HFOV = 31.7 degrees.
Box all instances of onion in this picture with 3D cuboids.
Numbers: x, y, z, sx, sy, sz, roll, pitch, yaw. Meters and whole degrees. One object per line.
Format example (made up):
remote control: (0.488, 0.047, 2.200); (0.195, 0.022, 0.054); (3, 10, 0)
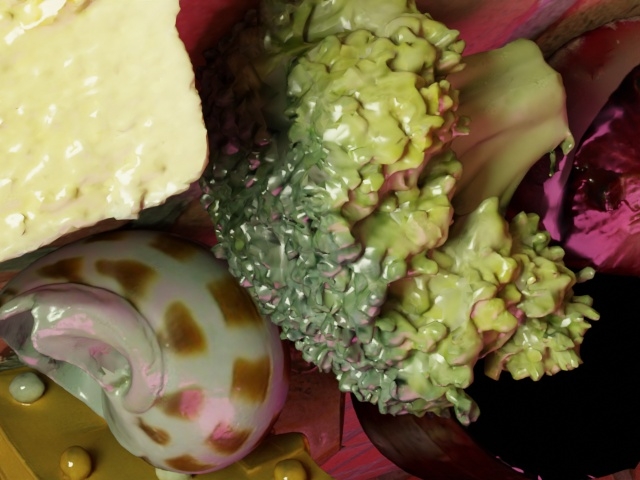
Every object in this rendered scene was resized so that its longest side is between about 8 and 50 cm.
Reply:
onion: (0.282, -0.096, 1.086); (0.272, 0.195, 0.272); (-8, 119, -15)

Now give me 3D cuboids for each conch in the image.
conch: (-0.148, 0.107, 1.072); (0.249, 0.197, 0.368); (10, 146, 21)

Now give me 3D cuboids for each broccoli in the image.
broccoli: (0.054, -0.052, 0.856); (0.281, 0.348, 0.293); (-27, -153, -13)

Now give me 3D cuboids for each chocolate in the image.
chocolate: (0.217, 0.151, 1.455); (0.384, 0.383, 0.331); (-14, 170, -24)

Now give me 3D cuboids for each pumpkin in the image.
pumpkin: (-0.012, 0.195, 1.463); (0.110, 0.217, 0.217); (-12, 162, 2)

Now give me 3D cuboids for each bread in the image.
bread: (-0.284, -0.078, 0.706); (0.346, 0.242, 0.405); (-21, -165, -17)

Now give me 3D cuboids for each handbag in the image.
handbag: (-0.179, 0.237, 1.225); (0.283, 0.401, 0.133); (-11, 117, -33)

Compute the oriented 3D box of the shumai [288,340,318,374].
shumai: (-0.015, 0.085, 1.345); (0.145, 0.145, 0.116); (3, 130, -53)
